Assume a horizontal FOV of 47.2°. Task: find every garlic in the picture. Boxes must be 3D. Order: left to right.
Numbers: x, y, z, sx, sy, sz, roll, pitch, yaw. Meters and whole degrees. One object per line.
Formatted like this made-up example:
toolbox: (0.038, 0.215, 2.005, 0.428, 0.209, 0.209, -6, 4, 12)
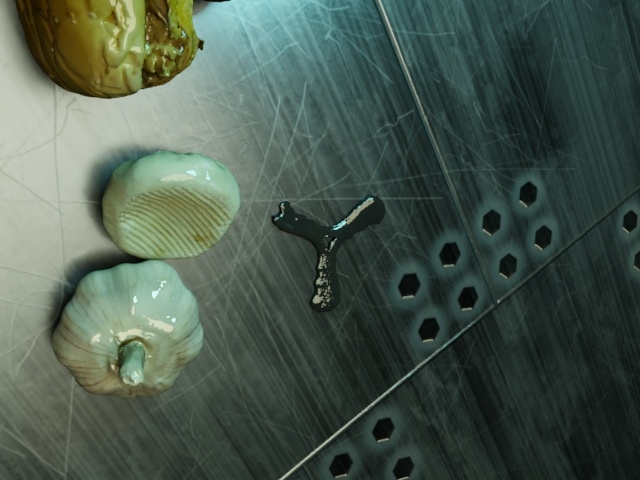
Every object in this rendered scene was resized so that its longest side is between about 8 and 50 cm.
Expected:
garlic: (-0.232, 0.132, 0.935, 0.199, 0.226, 0.199, -5, 105, -19)

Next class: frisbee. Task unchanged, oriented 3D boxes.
frisbee: (0.000, 0.000, 1.167, 0.187, 0.012, 0.211, 26, 88, -31)

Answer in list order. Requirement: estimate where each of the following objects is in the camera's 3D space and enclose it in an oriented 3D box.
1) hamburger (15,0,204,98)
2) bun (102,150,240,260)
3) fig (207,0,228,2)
hamburger: (-0.250, -0.305, 0.804, 0.158, 0.318, 0.319, -21, 110, -28)
bun: (-0.204, -0.056, 0.988, 0.183, 0.102, 0.183, -13, 139, -11)
fig: (-0.137, -0.411, 0.916, 0.205, 0.205, 0.205, -6, 103, -29)
